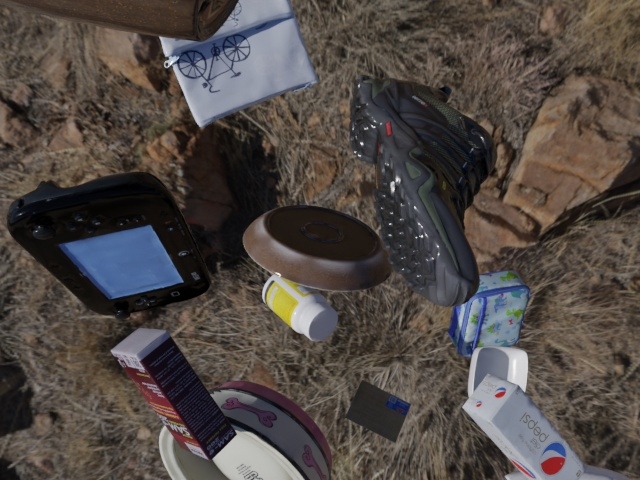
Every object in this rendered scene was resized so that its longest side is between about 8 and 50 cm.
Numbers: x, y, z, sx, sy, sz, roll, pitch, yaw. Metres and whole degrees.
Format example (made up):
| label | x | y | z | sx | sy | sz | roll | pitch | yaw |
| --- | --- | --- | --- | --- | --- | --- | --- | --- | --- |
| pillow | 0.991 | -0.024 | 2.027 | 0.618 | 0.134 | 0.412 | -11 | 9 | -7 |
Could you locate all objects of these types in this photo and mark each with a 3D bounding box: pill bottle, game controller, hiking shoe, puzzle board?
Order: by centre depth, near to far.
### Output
| label | x | y | z | sx | sy | sz | roll | pitch | yaw |
| --- | --- | --- | --- | --- | --- | --- | --- | --- | --- |
| hiking shoe | 0.098 | -0.054 | 0.498 | 0.114 | 0.086 | 0.227 | -8 | 56 | -10 |
| game controller | -0.231 | 0.018 | 0.744 | 0.166 | 0.319 | 0.067 | -5 | 66 | -2 |
| puzzle board | 0.134 | 0.396 | 1.454 | 0.128 | 0.011 | 0.096 | 25 | 68 | 6 |
| pill bottle | -0.054 | 0.176 | 1.682 | 0.119 | 0.119 | 0.208 | -51 | 46 | -4 |

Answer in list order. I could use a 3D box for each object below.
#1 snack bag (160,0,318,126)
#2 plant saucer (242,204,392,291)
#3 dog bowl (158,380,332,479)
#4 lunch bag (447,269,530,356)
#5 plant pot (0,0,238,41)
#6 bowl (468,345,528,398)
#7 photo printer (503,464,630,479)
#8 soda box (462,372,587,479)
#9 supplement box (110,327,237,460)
| label | x | y | z | sx | sy | sz | roll | pitch | yaw |
| --- | --- | --- | --- | --- | --- | --- | --- | --- | --- |
| snack bag | -0.191 | -0.448 | 1.351 | 0.323 | 0.037 | 0.343 | -26 | 107 | -20 |
| plant saucer | 0.000 | 0.000 | 1.267 | 0.310 | 0.310 | 0.050 | 17 | 116 | 10 |
| dog bowl | -0.153 | 0.490 | 1.402 | 0.407 | 0.150 | 0.408 | 14 | 126 | 20 |
| lunch bag | 0.408 | 0.184 | 1.536 | 0.176 | 0.219 | 0.090 | -7 | 37 | -13 |
| plant pot | -0.151 | -0.223 | 0.374 | 0.230 | 0.215 | 0.215 | 27 | 84 | -3 |
| bowl | 0.399 | 0.310 | 1.433 | 0.141 | 0.053 | 0.142 | 8 | 86 | -17 |
| photo printer | 0.462 | 0.546 | 1.100 | 0.255 | 0.107 | 0.308 | 0 | 45 | -4 |
| soda box | 0.319 | 0.307 | 0.975 | 0.074 | 0.069 | 0.216 | -47 | 110 | -14 |
| supplement box | -0.264 | 0.274 | 1.130 | 0.073 | 0.130 | 0.239 | -41 | 109 | -32 |
